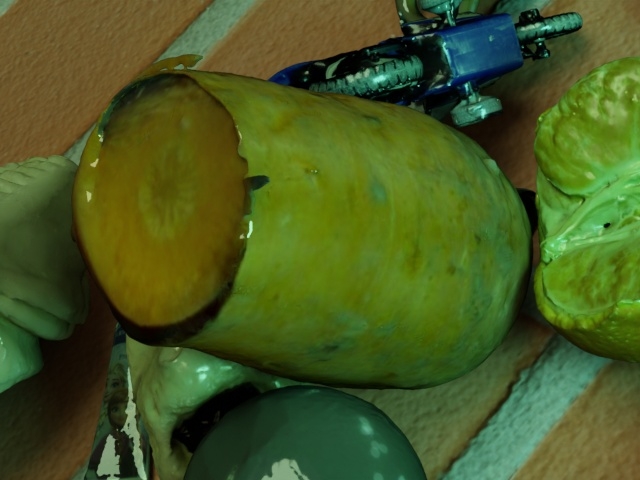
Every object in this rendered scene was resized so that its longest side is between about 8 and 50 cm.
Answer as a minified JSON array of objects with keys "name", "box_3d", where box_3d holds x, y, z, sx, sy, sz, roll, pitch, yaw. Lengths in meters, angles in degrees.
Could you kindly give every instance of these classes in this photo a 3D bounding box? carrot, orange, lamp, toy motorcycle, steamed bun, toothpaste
[{"name":"carrot","box_3d":[0.000,0.000,1.243,0.224,0.341,0.224,-6,81,42]},{"name":"orange","box_3d":[0.246,-0.010,1.258,0.179,0.158,0.237,-20,52,21]},{"name":"lamp","box_3d":[-0.058,0.239,1.238,0.314,0.182,0.182,-42,46,15]},{"name":"toy motorcycle","box_3d":[0.082,-0.146,1.433,0.315,0.113,0.169,-20,6,-42]},{"name":"steamed bun","box_3d":[-0.092,0.111,1.345,0.141,0.155,0.172,-27,49,5]},{"name":"steamed bun","box_3d":[-0.370,0.084,1.466,0.394,0.237,0.346,-17,19,-12]},{"name":"toothpaste","box_3d":[-0.163,0.124,1.454,0.062,0.037,0.216,-8,58,21]}]

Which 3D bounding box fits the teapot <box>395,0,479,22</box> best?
[{"name":"teapot","box_3d":[0.124,-0.318,1.550,0.175,0.186,0.267,26,106,44]}]

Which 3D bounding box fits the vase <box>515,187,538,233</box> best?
[{"name":"vase","box_3d":[0.104,-0.044,1.427,0.167,0.059,0.059,28,71,40]}]
